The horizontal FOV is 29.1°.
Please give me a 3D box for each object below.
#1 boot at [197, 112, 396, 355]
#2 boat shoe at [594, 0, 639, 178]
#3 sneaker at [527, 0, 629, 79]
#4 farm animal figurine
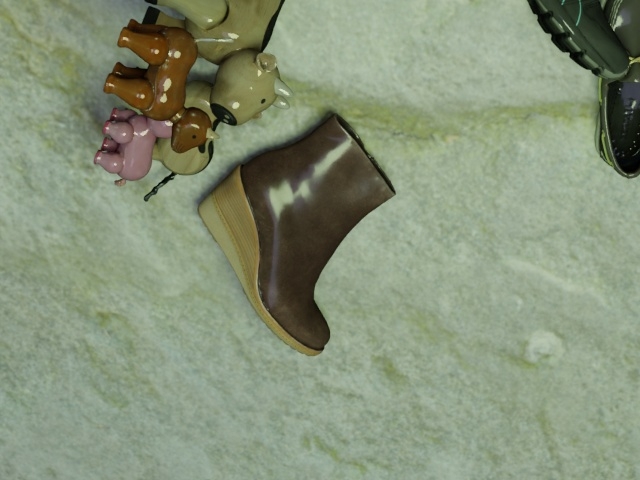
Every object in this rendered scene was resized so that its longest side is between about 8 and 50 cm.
[{"bbox_3d":[0.000,0.000,1.429,0.207,0.090,0.248,-29,108,15],"label":"boot"},{"bbox_3d":[0.346,-0.181,1.360,0.081,0.069,0.228,-3,115,1],"label":"boat shoe"},{"bbox_3d":[0.249,-0.287,1.283,0.106,0.101,0.267,-39,98,4],"label":"sneaker"},{"bbox_3d":[-0.104,-0.197,1.276,0.172,0.330,0.327,19,85,-6],"label":"farm animal figurine"}]
